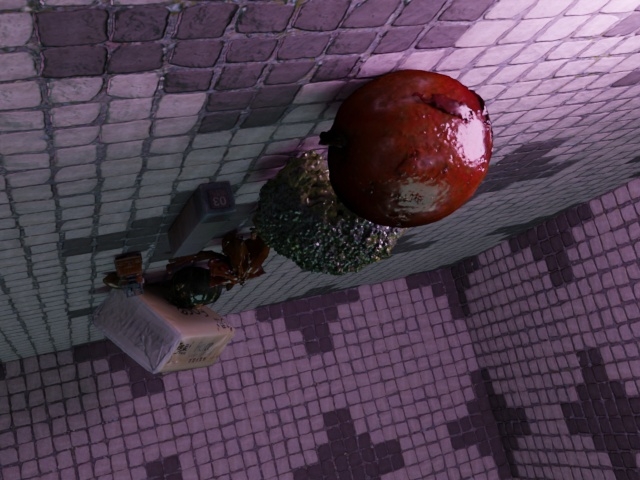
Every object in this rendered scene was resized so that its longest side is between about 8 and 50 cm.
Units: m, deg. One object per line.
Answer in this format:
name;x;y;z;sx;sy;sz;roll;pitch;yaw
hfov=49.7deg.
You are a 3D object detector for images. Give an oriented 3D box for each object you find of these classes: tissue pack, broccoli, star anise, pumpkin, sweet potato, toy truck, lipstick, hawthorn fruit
tissue pack;-0.548;0.306;2.476;0.205;0.331;0.405;-57;161;7
broccoli;0.019;-0.085;1.536;0.375;0.302;0.249;7;161;37
star anise;-0.299;0.062;2.117;0.346;0.148;0.237;-12;147;-3
pumpkin;-0.436;0.164;2.400;0.190;0.146;0.190;3;155;2
sweet potato;-0.623;0.135;2.240;0.065;0.051;0.218;26;-175;23
toy truck;-0.565;0.112;2.059;0.080;0.115;0.177;-11;170;-17
lipstick;-0.304;-0.044;1.726;0.079;0.076;0.371;-10;168;-26
hawthorn fruit;0.157;-0.158;1.254;0.315;0.316;0.316;-14;169;-3

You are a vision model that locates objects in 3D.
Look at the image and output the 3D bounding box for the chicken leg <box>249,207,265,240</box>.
chicken leg;-0.001;-0.057;1.808;0.429;0.153;0.201;-4;-155;19
